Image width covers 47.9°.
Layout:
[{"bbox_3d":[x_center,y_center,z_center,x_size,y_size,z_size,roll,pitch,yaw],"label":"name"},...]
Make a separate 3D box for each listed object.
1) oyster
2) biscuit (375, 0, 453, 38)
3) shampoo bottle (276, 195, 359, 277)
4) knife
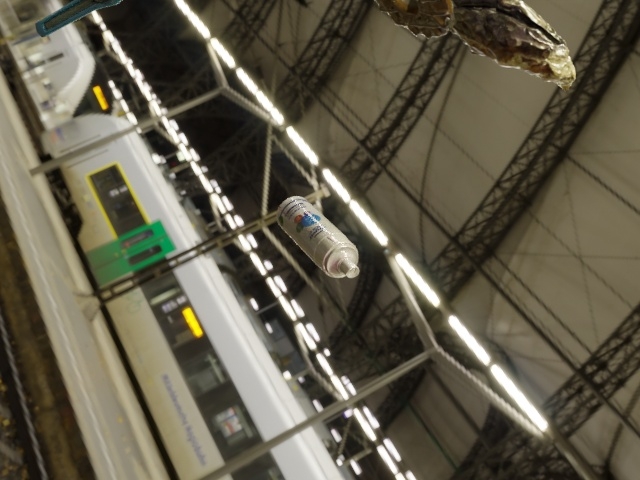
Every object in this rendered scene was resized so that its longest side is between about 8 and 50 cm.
[{"bbox_3d":[0.379,-0.415,1.485,0.271,0.100,0.275,30,-3,42],"label":"oyster"},{"bbox_3d":[0.241,-0.683,1.939,0.332,0.103,0.332,37,-8,6],"label":"biscuit"},{"bbox_3d":[0.000,0.000,1.611,0.303,0.092,0.092,46,-22,52],"label":"shampoo bottle"},{"bbox_3d":[-0.429,-0.429,1.322,0.296,0.026,0.044,-13,-68,33],"label":"knife"}]
